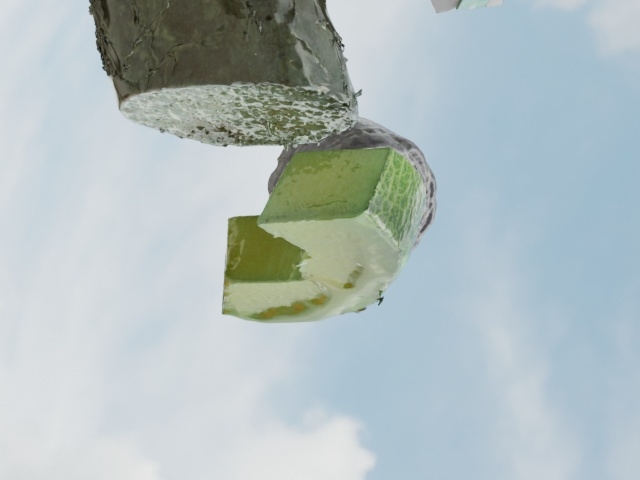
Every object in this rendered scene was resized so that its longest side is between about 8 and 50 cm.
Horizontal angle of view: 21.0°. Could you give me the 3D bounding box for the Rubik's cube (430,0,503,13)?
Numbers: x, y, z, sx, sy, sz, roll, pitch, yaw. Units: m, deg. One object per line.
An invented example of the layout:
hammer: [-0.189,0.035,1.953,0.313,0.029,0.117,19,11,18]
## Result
Rubik's cube: [0.114,-0.208,1.264,0.073,0.084,0.075,60,-21,27]

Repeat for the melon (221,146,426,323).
melon: [0.000,0.000,1.088,0.209,0.118,0.064,113,-11,-67]

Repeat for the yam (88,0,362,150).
yam: [-0.075,-0.175,1.076,0.154,0.154,0.255,-22,-99,48]

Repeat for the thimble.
thimble: [0.030,-0.043,1.640,0.097,0.150,0.150,30,-83,47]
